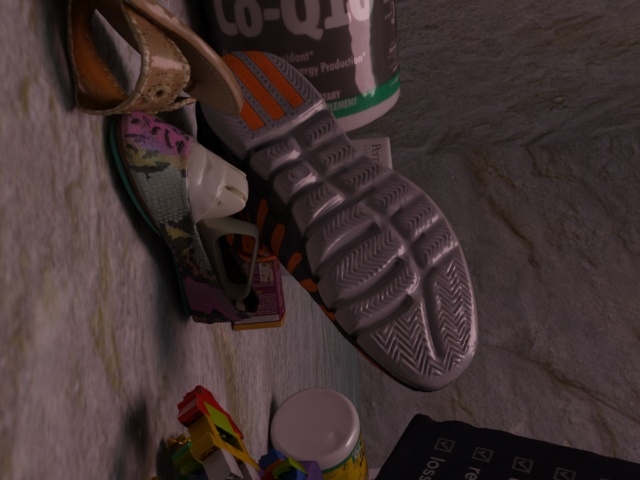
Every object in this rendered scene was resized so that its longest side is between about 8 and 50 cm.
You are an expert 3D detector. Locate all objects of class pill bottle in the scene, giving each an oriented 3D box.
[{"bbox_3d":[-0.030,-0.303,0.757,0.204,0.204,0.361,-84,168,-59],"label":"pill bottle"},{"bbox_3d":[0.005,0.304,1.022,0.117,0.117,0.208,-88,171,-46],"label":"pill bottle"}]

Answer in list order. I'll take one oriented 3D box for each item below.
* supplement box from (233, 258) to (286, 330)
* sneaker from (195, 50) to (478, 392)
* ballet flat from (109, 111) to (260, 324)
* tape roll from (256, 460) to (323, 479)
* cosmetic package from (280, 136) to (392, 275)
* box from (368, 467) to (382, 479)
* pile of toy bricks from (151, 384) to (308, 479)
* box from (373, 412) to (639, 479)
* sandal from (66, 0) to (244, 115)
[{"bbox_3d":[-0.070,0.051,0.813,0.043,0.055,0.083,-73,159,-77],"label":"supplement box"},{"bbox_3d":[0.000,0.000,0.655,0.321,0.124,0.180,56,-26,12],"label":"sneaker"},{"bbox_3d":[-0.088,-0.014,0.577,0.221,0.079,0.077,78,12,-46],"label":"ballet flat"},{"bbox_3d":[-0.039,0.326,0.777,0.189,0.080,0.189,-4,90,-85],"label":"tape roll"},{"bbox_3d":[0.020,-0.046,1.112,0.151,0.183,0.151,73,14,-64],"label":"cosmetic package"},{"bbox_3d":[0.037,0.430,1.090,0.038,0.145,0.186,78,10,-54],"label":"box"},{"bbox_3d":[-0.074,0.185,0.567,0.105,0.118,0.212,54,1,40],"label":"pile of toy bricks"},{"bbox_3d":[0.188,0.373,0.363,0.480,0.471,0.297,-39,127,-53],"label":"box"},{"bbox_3d":[-0.126,-0.114,0.442,0.079,0.088,0.240,-61,157,-13],"label":"sandal"}]
